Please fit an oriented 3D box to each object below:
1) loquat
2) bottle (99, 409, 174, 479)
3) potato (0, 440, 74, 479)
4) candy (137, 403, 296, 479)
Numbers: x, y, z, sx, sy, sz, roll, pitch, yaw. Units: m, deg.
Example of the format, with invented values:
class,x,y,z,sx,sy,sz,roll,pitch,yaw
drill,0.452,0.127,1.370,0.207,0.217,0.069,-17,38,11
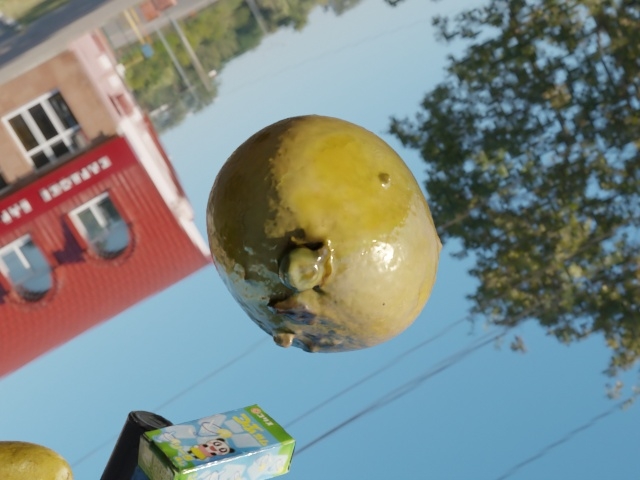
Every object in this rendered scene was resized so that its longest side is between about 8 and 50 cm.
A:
class,x,y,z,sx,sy,sz,roll,pitch,yaw
loquat,0.000,0.000,0.680,0.149,0.172,0.204,-31,-171,16
bottle,-0.280,0.357,1.361,0.072,0.244,0.082,28,-173,31
potato,-0.494,0.423,1.654,0.158,0.178,0.203,-7,-154,-6
candy,-0.138,0.286,1.325,0.194,0.062,0.097,-7,-152,-39
